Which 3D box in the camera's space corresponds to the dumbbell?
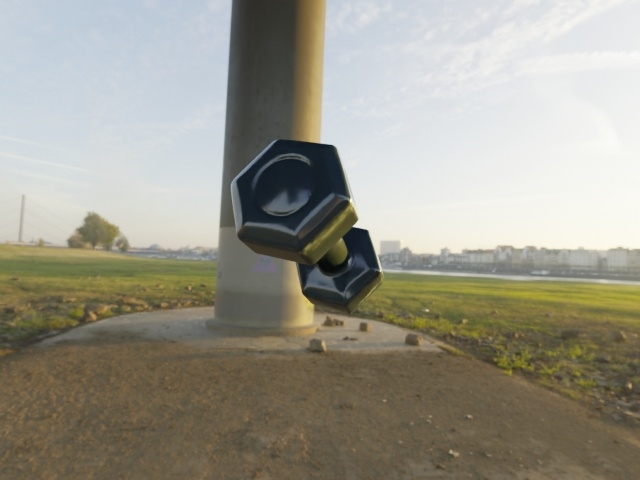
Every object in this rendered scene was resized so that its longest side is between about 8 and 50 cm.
[{"bbox_3d":[0.001,0.000,0.596,0.144,0.156,0.316,43,-6,28],"label":"dumbbell"}]
